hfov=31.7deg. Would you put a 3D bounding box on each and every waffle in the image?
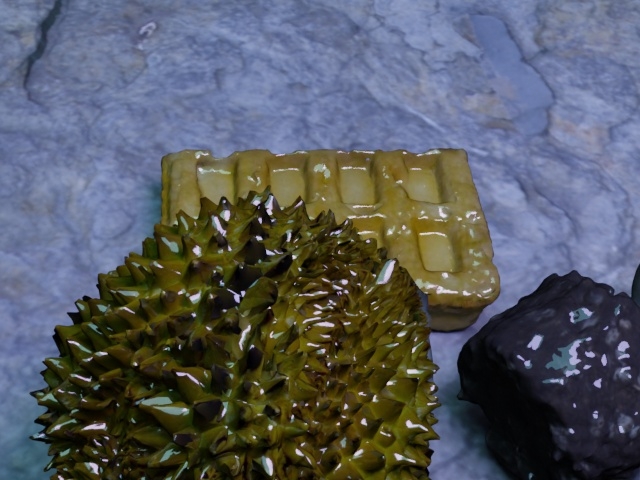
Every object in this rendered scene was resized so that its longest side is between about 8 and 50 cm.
[{"bbox_3d":[0.000,0.000,0.923,0.274,0.057,0.168,-1,50,-7],"label":"waffle"}]

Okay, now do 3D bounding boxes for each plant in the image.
[{"bbox_3d":[0.241,0.077,0.821,0.275,0.146,0.149,-23,99,-26],"label":"plant"}]

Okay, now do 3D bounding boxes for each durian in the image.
[{"bbox_3d":[-0.055,0.117,0.701,0.258,0.258,0.292,10,67,3],"label":"durian"}]
